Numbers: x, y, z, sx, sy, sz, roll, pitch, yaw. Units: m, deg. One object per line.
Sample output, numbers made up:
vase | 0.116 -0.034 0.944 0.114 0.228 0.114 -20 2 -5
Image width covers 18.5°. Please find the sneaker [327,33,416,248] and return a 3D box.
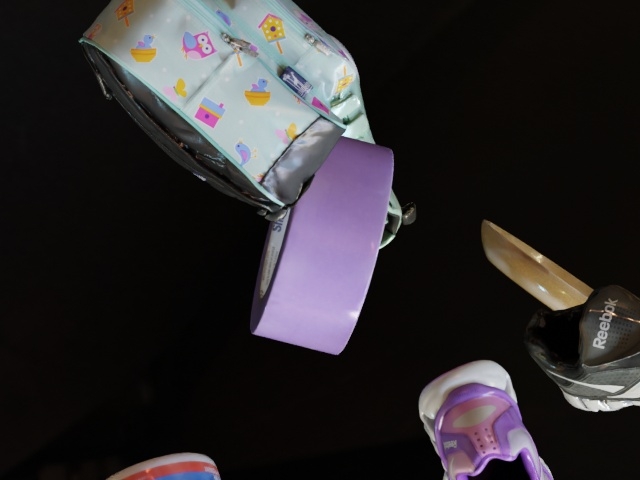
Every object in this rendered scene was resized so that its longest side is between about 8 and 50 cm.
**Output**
sneaker | 0.025 -0.093 1.957 0.094 0.256 0.151 -27 55 0

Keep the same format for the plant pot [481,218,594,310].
plant pot | 0.248 0.058 1.926 0.236 0.236 0.032 37 96 19

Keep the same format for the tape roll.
tape roll | 0.000 0.000 1.721 0.080 0.189 0.189 14 98 -7

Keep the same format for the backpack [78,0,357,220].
backpack | -0.073 -0.121 1.401 0.188 0.166 0.144 33 91 -8

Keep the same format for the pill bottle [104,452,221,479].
pill bottle | -0.125 0.320 1.823 0.124 0.124 0.221 -29 66 22

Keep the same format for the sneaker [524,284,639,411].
sneaker | 0.242 0.078 1.428 0.234 0.106 0.078 -7 58 47

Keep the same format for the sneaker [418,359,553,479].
sneaker | 0.153 0.211 1.659 0.095 0.236 0.104 -26 43 0
